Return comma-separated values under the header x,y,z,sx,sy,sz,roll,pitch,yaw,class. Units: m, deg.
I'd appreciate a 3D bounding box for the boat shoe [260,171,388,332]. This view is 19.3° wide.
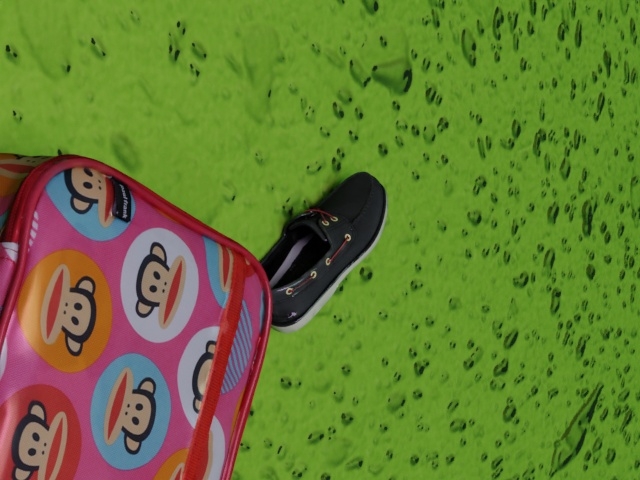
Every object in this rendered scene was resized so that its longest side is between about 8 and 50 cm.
x,y,z,sx,sy,sz,roll,pitch,yaw,class
0.001,0.000,1.247,0.133,0.049,0.042,-52,137,-28,boat shoe

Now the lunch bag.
x,y,z,sx,sy,sz,roll,pitch,yaw,class
-0.138,0.117,1.046,0.258,0.120,0.293,33,66,-51,lunch bag
